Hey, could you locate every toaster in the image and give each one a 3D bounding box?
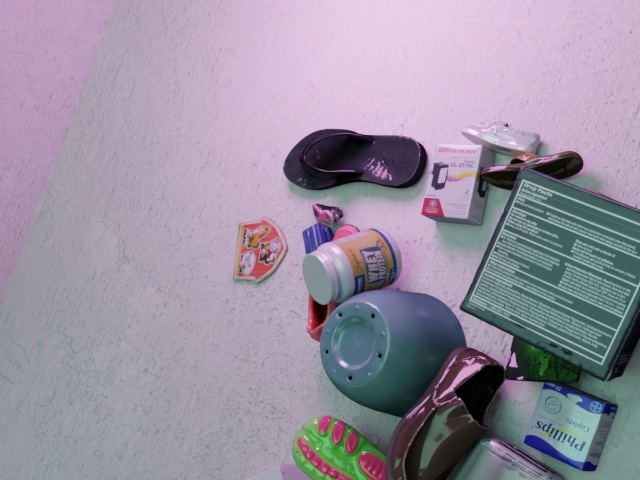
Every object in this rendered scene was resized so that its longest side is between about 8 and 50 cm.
[{"bbox_3d":[0.371,0.489,1.445,0.227,0.129,0.147,28,93,42],"label":"toaster"}]

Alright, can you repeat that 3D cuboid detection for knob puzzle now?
[{"bbox_3d":[-0.173,0.024,2.080,0.213,0.030,0.213,-12,70,36],"label":"knob puzzle"}]

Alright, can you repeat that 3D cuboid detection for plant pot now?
[{"bbox_3d":[0.137,0.241,1.634,0.293,0.235,0.293,-12,70,37],"label":"plant pot"}]

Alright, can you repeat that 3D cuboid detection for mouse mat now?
[{"bbox_3d":[0.459,0.200,1.490,0.152,0.007,0.190,-5,50,38],"label":"mouse mat"}]

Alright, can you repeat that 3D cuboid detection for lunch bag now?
[{"bbox_3d":[0.000,0.000,1.923,0.065,0.067,0.099,-28,60,30],"label":"lunch bag"}]

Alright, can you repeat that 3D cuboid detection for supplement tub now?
[{"bbox_3d":[0.073,0.061,1.715,0.144,0.199,0.144,37,136,46],"label":"supplement tub"}]

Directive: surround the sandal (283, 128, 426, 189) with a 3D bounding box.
[{"bbox_3d":[0.063,-0.222,1.910,0.445,0.107,0.168,3,79,39],"label":"sandal"}]

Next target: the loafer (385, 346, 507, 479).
[{"bbox_3d":[0.255,0.363,1.473,0.130,0.134,0.366,-16,37,59],"label":"loafer"}]

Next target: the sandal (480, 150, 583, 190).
[{"bbox_3d":[0.456,-0.162,1.596,0.219,0.090,0.060,-15,52,37],"label":"sandal"}]

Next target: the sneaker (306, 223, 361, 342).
[{"bbox_3d":[0.040,0.107,1.815,0.115,0.136,0.314,2,79,38],"label":"sneaker"}]

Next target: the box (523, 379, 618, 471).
[{"bbox_3d":[0.483,0.357,1.429,0.126,0.072,0.137,19,90,41],"label":"box"}]

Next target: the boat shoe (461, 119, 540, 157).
[{"bbox_3d":[0.408,-0.238,1.669,0.184,0.066,0.063,22,81,41],"label":"boat shoe"}]

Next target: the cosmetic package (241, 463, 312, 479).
[{"bbox_3d":[-0.116,0.681,1.774,0.224,0.138,0.224,-29,61,28],"label":"cosmetic package"}]

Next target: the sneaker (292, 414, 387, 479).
[{"bbox_3d":[0.150,0.561,1.588,0.185,0.202,0.483,-44,67,-9],"label":"sneaker"}]

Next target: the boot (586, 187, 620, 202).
[{"bbox_3d":[0.528,0.034,1.473,0.248,0.090,0.207,-47,51,14],"label":"boot"}]

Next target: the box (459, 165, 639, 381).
[{"bbox_3d":[0.469,0.059,1.368,0.296,0.182,0.294,27,99,30],"label":"box"}]

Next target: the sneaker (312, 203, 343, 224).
[{"bbox_3d":[0.020,-0.075,1.949,0.119,0.057,0.047,32,140,56],"label":"sneaker"}]

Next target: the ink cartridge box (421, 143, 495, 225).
[{"bbox_3d":[0.317,-0.131,1.702,0.127,0.072,0.175,7,82,40],"label":"ink cartridge box"}]
